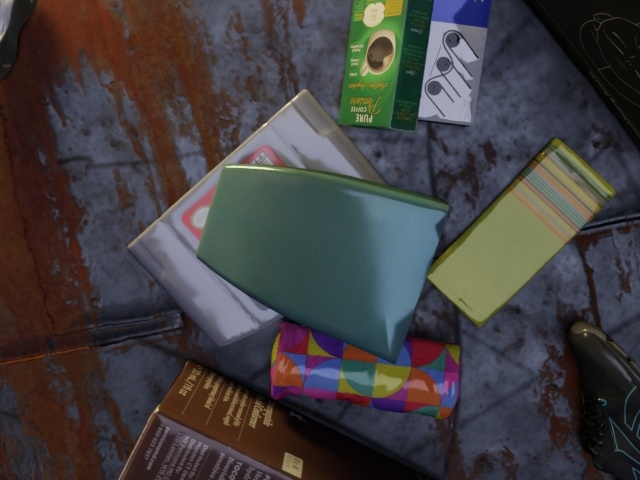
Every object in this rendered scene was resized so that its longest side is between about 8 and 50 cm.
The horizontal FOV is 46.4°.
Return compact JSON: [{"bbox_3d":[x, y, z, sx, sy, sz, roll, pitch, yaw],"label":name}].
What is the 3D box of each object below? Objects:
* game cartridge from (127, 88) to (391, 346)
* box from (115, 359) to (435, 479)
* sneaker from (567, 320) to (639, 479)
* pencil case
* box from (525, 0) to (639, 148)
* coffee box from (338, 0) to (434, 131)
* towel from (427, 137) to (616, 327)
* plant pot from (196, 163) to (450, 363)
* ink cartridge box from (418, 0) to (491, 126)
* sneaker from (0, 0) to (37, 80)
[{"bbox_3d":[-0.064,-0.015,0.910,0.294,0.060,0.196,-41,99,5],"label":"game cartridge"},{"bbox_3d":[-0.033,0.303,0.880,0.381,0.191,0.143,28,97,-3],"label":"box"},{"bbox_3d":[0.366,0.224,0.912,0.106,0.101,0.267,-32,96,7],"label":"sneaker"},{"bbox_3d":[0.057,0.161,0.908,0.236,0.104,0.104,10,97,-1],"label":"pencil case"},{"bbox_3d":[0.391,-0.242,0.701,0.212,0.395,0.293,-40,96,4],"label":"box"},{"bbox_3d":[0.075,-0.218,0.852,0.040,0.113,0.184,3,97,-32],"label":"coffee box"},{"bbox_3d":[0.244,-0.009,0.924,0.102,0.021,0.237,44,97,1],"label":"towel"},{"bbox_3d":[0.000,0.000,0.809,0.234,0.165,0.165,19,97,5],"label":"plant pot"},{"bbox_3d":[0.144,-0.243,0.880,0.097,0.046,0.207,6,97,-1],"label":"ink cartridge box"},{"bbox_3d":[-0.392,-0.249,0.886,0.061,0.054,0.152,24,91,7],"label":"sneaker"}]
